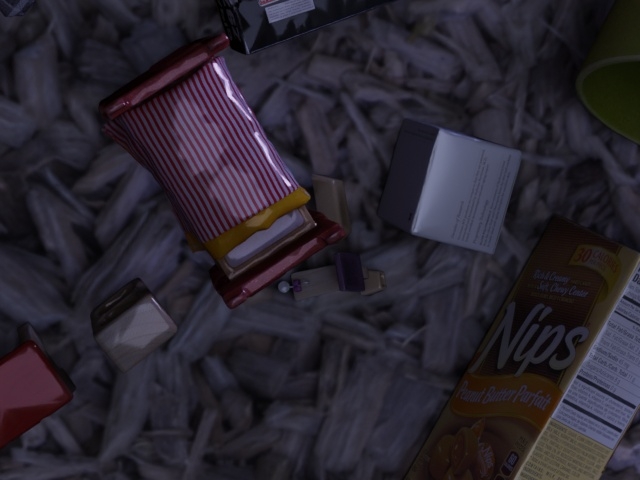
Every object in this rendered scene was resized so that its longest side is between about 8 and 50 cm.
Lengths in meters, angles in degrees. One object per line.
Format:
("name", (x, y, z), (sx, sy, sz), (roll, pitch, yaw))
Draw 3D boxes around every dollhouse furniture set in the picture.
("dollhouse furniture set", (-0.190, 0.010, 1.271), (0.374, 0.152, 0.201), (-35, 102, -5))
("dollhouse furniture set", (0.000, 0.000, 1.411), (0.081, 0.091, 0.114), (-13, 82, 28))

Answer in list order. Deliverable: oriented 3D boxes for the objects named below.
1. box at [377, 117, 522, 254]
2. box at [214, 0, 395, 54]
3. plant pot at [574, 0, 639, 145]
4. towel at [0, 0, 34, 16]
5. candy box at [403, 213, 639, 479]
("box", (0.117, -0.051, 1.383), (0.087, 0.101, 0.102), (13, 97, -18))
("box", (0.034, -0.337, 1.310), (0.322, 0.079, 0.257), (-22, 109, -10))
("plant pot", (0.405, -0.236, 1.363), (0.274, 0.275, 0.294), (23, 78, -19))
("towel", (-0.251, -0.317, 1.129), (0.235, 0.283, 0.121), (30, 51, -21))
("candy box", (0.211, 0.145, 1.410), (0.087, 0.183, 0.316), (27, 94, -21))
